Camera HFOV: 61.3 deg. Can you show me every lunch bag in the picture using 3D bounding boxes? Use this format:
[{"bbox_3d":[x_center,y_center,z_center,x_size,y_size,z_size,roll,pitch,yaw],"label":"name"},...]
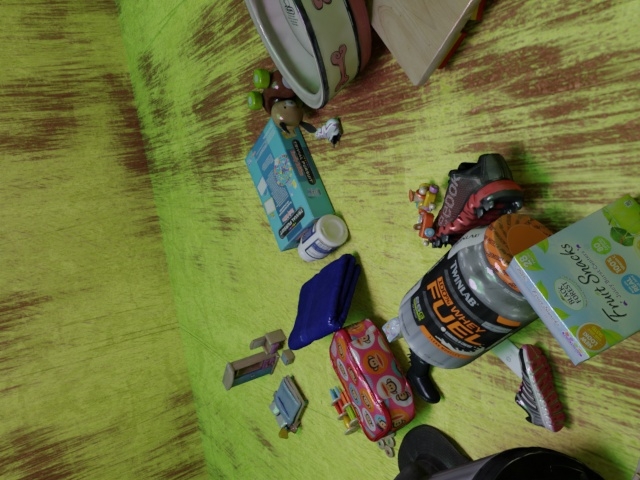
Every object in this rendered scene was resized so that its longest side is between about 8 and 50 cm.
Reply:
[{"bbox_3d":[0.128,0.378,1.448,0.293,0.120,0.258,63,160,25],"label":"lunch bag"},{"bbox_3d":[0.203,0.208,1.316,0.053,0.071,0.083,62,145,24],"label":"lunch bag"}]

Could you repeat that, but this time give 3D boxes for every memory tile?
[{"bbox_3d":[0.165,0.548,1.566,0.148,0.012,0.113,30,126,50],"label":"memory tile"}]

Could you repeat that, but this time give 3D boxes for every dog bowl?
[{"bbox_3d":[-0.036,-0.510,1.207,0.407,0.151,0.408,58,173,12],"label":"dog bowl"}]

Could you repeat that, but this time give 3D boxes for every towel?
[{"bbox_3d":[0.011,0.184,1.534,0.308,0.076,0.227,-42,31,58],"label":"towel"}]

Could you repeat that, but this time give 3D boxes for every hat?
[{"bbox_3d":[0.259,0.636,1.339,0.331,0.134,0.331,29,126,51],"label":"hat"}]

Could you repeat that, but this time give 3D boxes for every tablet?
[{"bbox_3d":[0.387,0.235,1.098,0.083,0.006,0.054,48,139,38],"label":"tablet"}]

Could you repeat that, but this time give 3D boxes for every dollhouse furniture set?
[{"bbox_3d":[-0.187,0.541,1.943,0.303,0.198,0.286,54,143,30],"label":"dollhouse furniture set"}]

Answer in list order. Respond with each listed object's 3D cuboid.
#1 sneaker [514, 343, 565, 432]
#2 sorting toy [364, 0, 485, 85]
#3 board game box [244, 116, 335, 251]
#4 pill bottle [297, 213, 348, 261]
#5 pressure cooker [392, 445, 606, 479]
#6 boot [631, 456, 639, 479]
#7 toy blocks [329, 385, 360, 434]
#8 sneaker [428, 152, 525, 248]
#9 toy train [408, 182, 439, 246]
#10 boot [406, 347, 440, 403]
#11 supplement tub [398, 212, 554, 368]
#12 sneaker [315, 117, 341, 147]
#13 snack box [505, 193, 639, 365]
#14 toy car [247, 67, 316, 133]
[{"bbox_3d":[0.404,0.283,1.035,0.075,0.063,0.170,-18,91,52],"label":"sneaker"},{"bbox_3d":[0.209,-0.479,1.019,0.257,0.090,0.255,62,146,22],"label":"sorting toy"},{"bbox_3d":[-0.103,-0.169,1.642,0.254,0.079,0.335,-42,67,55],"label":"board game box"},{"bbox_3d":[0.000,0.000,1.532,0.169,0.094,0.094,-40,68,55],"label":"pill bottle"},{"bbox_3d":[0.316,0.590,0.983,0.420,0.376,0.369,121,156,-53],"label":"pressure cooker"},{"bbox_3d":[0.500,0.357,0.814,0.077,0.165,0.213,8,110,56],"label":"boot"},{"bbox_3d":[0.074,0.498,1.640,0.148,0.054,0.123,61,151,34],"label":"toy blocks"},{"bbox_3d":[0.288,-0.074,1.053,0.276,0.098,0.135,122,144,-62],"label":"sneaker"},{"bbox_3d":[0.209,-0.062,1.137,0.166,0.046,0.125,-84,3,-78],"label":"toy train"},{"bbox_3d":[0.252,0.322,1.308,0.121,0.045,0.099,48,143,47],"label":"boot"},{"bbox_3d":[0.296,0.099,1.011,0.193,0.194,0.316,61,145,23],"label":"supplement tub"},{"bbox_3d":[0.023,-0.275,1.441,0.098,0.038,0.069,-32,74,58],"label":"sneaker"},{"bbox_3d":[0.414,0.056,0.792,0.174,0.207,0.070,59,176,24],"label":"snack box"},{"bbox_3d":[-0.088,-0.359,1.456,0.188,0.155,0.149,65,147,28],"label":"toy car"}]
